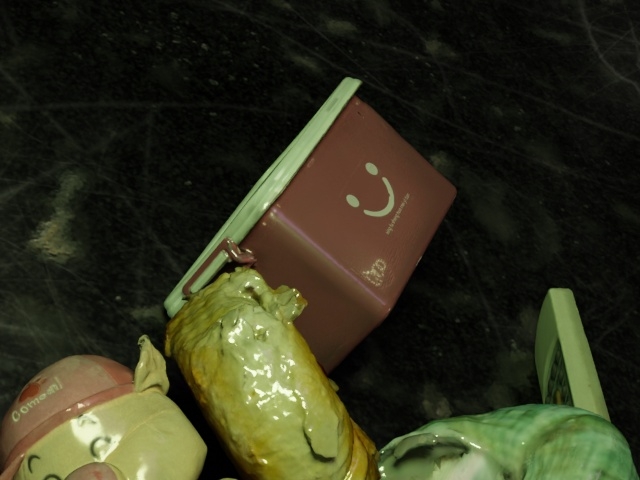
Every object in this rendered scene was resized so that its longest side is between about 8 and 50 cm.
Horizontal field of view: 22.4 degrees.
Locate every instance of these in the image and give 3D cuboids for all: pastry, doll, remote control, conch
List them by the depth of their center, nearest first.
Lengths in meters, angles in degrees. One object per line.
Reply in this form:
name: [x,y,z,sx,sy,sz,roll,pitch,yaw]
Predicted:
doll: [-0.149,0.209,1.242,0.196,0.152,0.256,-37,82,-27]
pastry: [-0.031,0.141,1.344,0.235,0.121,0.257,61,-7,-14]
conch: [0.185,0.244,1.410,0.277,0.220,0.195,42,5,7]
remote control: [0.250,0.182,1.599,0.038,0.123,0.285,-1,47,-7]

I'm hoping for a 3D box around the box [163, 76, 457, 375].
box: [0.000,0.000,1.565,0.167,0.193,0.294,41,37,-5]
